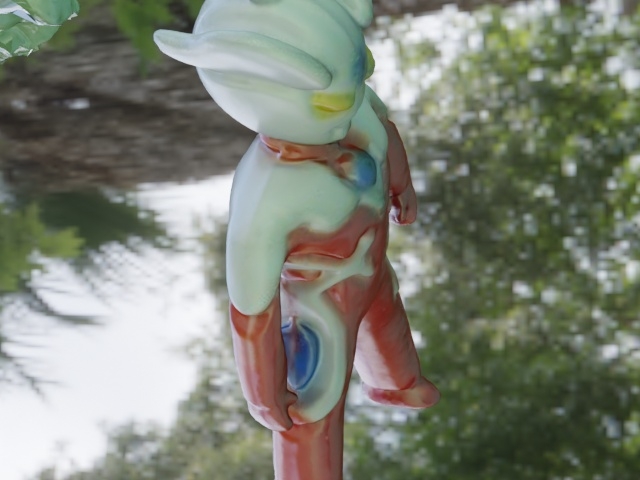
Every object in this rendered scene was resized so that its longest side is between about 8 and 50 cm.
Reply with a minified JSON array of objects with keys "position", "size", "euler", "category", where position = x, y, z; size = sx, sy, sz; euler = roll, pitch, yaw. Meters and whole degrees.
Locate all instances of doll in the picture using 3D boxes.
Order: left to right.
[{"position":[0.000,0.000,0.983],"size":[0.384,0.099,0.188],"euler":[75,-148,-43],"category":"doll"}]

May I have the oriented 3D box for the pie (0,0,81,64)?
[{"position":[-0.189,-0.036,0.348],"size":[0.067,0.302,0.302],"euler":[42,-126,-71],"category":"pie"}]
